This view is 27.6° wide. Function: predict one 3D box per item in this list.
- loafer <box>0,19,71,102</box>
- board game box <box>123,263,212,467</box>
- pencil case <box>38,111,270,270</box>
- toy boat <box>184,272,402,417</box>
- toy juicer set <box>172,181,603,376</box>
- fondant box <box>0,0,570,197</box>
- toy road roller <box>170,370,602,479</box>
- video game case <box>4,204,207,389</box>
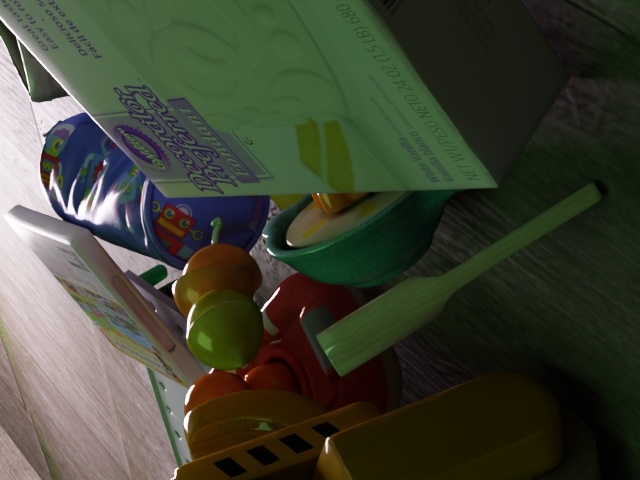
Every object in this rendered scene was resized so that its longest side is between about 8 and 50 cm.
[{"bbox_3d":[-0.324,-0.271,1.298,0.319,0.111,0.112,52,155,18],"label":"loafer"},{"bbox_3d":[-0.051,0.246,1.396,0.390,0.050,0.390,29,140,45],"label":"board game box"},{"bbox_3d":[-0.165,-0.055,1.228,0.306,0.119,0.133,18,90,58],"label":"pencil case"},{"bbox_3d":[-0.047,0.132,1.094,0.231,0.151,0.151,-51,57,45],"label":"toy boat"},{"bbox_3d":[0.000,0.000,0.851,0.089,0.209,0.329,59,158,-18],"label":"toy juicer set"},{"bbox_3d":[-0.051,-0.138,0.777,0.330,0.096,0.238,2,140,51],"label":"fondant box"},{"bbox_3d":[0.025,0.201,0.947,0.240,0.330,0.202,-121,14,-60],"label":"toy road roller"},{"bbox_3d":[-0.224,0.056,1.343,0.206,0.026,0.227,54,161,-24],"label":"video game case"}]
